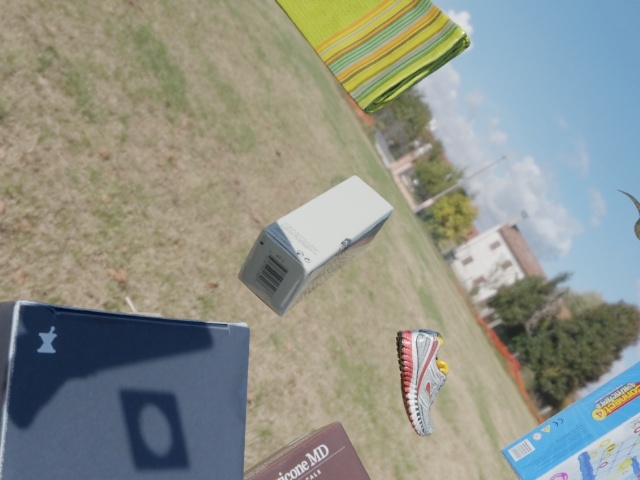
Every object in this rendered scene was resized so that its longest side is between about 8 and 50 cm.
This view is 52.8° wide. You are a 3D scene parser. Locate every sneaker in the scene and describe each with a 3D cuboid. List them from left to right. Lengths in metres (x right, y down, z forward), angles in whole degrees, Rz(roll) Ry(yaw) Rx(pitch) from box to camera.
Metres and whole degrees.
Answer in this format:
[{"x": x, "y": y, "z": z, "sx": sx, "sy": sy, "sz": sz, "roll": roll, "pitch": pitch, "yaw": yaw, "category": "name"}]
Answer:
[{"x": 0.200, "y": 0.272, "z": 1.217, "sx": 0.088, "sy": 0.092, "sz": 0.226, "roll": -100, "pitch": -176, "yaw": -69, "category": "sneaker"}]

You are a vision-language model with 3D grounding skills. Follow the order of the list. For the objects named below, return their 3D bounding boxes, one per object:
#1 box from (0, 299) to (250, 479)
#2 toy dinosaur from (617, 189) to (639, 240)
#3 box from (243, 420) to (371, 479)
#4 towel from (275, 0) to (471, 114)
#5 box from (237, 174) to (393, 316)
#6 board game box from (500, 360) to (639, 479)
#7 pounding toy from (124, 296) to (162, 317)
[{"x": -0.323, "y": 0.196, "z": 0.744, "sx": 0.293, "sy": 0.395, "sz": 0.212, "roll": 17, "pitch": 70, "yaw": -51, "category": "box"}, {"x": 0.659, "y": -0.027, "z": 1.283, "sx": 0.053, "sy": 0.092, "sz": 0.183, "roll": 125, "pitch": -37, "yaw": -63, "category": "toy dinosaur"}, {"x": 0.023, "y": 0.471, "z": 0.887, "sx": 0.191, "sy": 0.143, "sz": 0.382, "roll": -21, "pitch": 75, "yaw": -43, "category": "box"}, {"x": 0.020, "y": -0.213, "z": 0.559, "sx": 0.237, "sy": 0.102, "sz": 0.021, "roll": 57, "pitch": 3, "yaw": 29, "category": "towel"}, {"x": 0.000, "y": 0.000, "z": 1.009, "sx": 0.094, "sy": 0.113, "sz": 0.275, "roll": 41, "pitch": 38, "yaw": 12, "category": "box"}, {"x": 0.516, "y": 0.404, "z": 1.148, "sx": 0.302, "sy": 0.308, "sz": 0.086, "roll": 56, "pitch": 1, "yaw": -30, "category": "board game box"}, {"x": -0.372, "y": 0.198, "z": 1.343, "sx": 0.100, "sy": 0.141, "sz": 0.130, "roll": -41, "pitch": 119, "yaw": -44, "category": "pounding toy"}]
